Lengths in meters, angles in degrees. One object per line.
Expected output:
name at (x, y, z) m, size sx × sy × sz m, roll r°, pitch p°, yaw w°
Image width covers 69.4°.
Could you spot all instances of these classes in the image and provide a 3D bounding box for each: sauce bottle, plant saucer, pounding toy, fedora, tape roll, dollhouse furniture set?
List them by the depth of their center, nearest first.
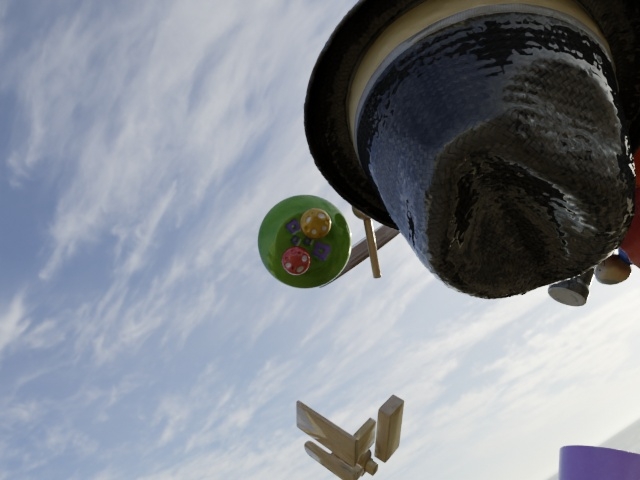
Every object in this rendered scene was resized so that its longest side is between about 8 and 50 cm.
fedora at (0.148, -0.056, 0.380) m, size 0.334 × 0.152 × 0.334 m, roll -3°, pitch -37°, yaw -2°
tape roll at (0.456, 0.373, 0.683) m, size 0.189 × 0.080 × 0.189 m, roll 14°, pitch -27°, yaw 7°
dollhouse furniture set at (0.053, 0.326, 0.812) m, size 0.151 × 0.123 × 0.144 m, roll -26°, pitch -54°, yaw -45°
pounding toy at (0.000, 0.000, 0.847) m, size 0.237 × 0.183 × 0.110 m, roll -5°, pitch 1°, yaw -3°
sauce bottle at (0.551, -0.028, 0.933) m, size 0.344 × 0.111 × 0.111 m, roll -60°, pitch -29°, yaw -20°
plant saucer at (0.100, 0.025, 1.163) m, size 0.278 × 0.041 × 0.278 m, roll -37°, pitch -2°, yaw -1°

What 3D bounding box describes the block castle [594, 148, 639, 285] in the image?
block castle at (0.451, -0.091, 0.547) m, size 0.303 × 0.453 × 0.213 m, roll 26°, pitch -49°, yaw -3°
